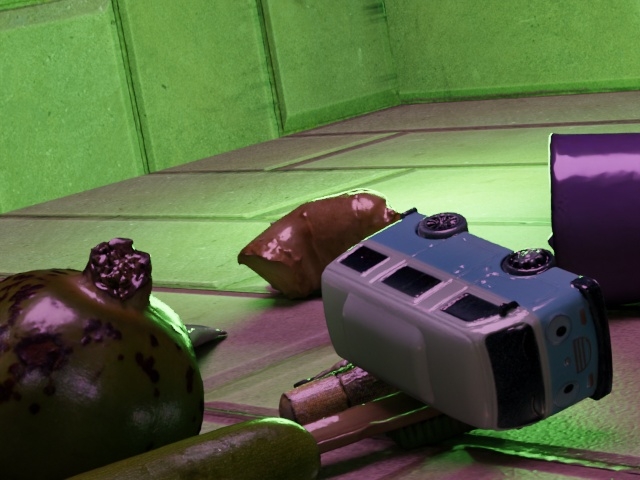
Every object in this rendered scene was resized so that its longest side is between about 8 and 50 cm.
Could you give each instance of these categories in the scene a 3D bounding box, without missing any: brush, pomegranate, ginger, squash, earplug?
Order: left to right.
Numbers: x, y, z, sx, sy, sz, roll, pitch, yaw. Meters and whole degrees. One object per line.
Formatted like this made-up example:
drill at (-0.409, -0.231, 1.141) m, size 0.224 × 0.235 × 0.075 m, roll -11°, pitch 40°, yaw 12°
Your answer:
pomegranate at (-0.228, 0.127, 1.614) m, size 0.254 × 0.270 × 0.254 m, roll 17°, pitch 18°, yaw -6°
squash at (-0.145, 0.227, 1.426) m, size 0.379 × 0.101 × 0.101 m, roll -12°, pitch 9°, yaw -39°
ginger at (0.016, 0.009, 2.400) m, size 0.267 × 0.138 × 0.152 m, roll -20°, pitch 22°, yaw 13°
brush at (0.049, 0.180, 1.631) m, size 0.282 × 0.048 × 0.054 m, roll -15°, pitch 21°, yaw -21°
earplug at (0.498, -0.038, 2.018) m, size 0.456 × 0.215 × 0.215 m, roll -5°, pitch 11°, yaw 11°

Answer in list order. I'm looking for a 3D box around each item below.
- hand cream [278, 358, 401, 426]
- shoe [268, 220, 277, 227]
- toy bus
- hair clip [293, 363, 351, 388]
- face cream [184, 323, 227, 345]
hand cream at (0.052, 0.147, 1.771) m, size 0.203 × 0.084 × 0.084 m, roll -19°, pitch 12°, yaw -13°
shoe at (0.000, 0.000, 2.565) m, size 0.180 × 0.092 × 0.089 m, roll -14°, pitch 10°, yaw -25°
toy bus at (0.130, 0.080, 1.624) m, size 0.165 × 0.133 × 0.271 m, roll -26°, pitch 30°, yaw -29°
hair clip at (0.059, 0.125, 1.875) m, size 0.195 × 0.052 × 0.124 m, roll -20°, pitch -8°, yaw -29°
face cream at (-0.256, 0.141, 2.060) m, size 0.235 × 0.137 × 0.420 m, roll -10°, pitch -2°, yaw 5°
